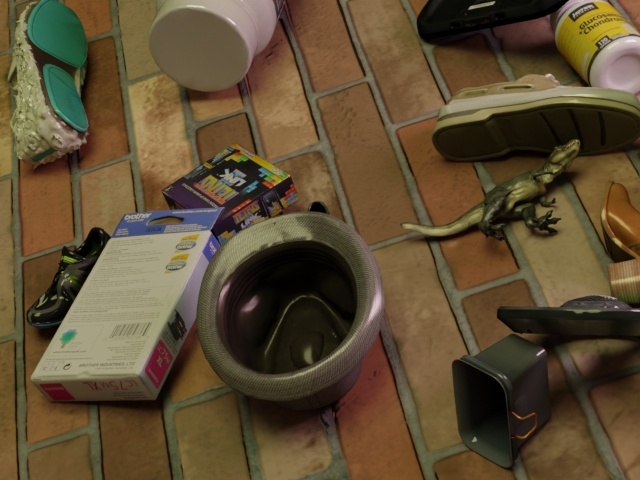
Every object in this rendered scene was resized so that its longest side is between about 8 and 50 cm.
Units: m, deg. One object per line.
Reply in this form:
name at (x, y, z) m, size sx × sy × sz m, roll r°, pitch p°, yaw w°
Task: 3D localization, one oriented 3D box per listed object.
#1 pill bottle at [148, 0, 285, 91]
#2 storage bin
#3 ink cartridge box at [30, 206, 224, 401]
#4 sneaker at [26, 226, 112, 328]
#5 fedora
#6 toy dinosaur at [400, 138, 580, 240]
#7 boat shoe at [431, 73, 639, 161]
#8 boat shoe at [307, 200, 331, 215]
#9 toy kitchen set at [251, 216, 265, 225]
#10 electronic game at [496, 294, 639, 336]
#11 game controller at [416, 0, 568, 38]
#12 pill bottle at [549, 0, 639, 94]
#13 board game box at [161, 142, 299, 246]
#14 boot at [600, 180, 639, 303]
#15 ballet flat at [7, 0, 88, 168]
pill bottle at (-0.158, -0.425, 2.502) m, size 0.204 × 0.204 × 0.361 m, roll -4°, pitch 41°, yaw 19°
storage bin at (0.220, 0.179, 1.712) m, size 0.091 × 0.135 × 0.098 m, roll -33°, pitch 40°, yaw -30°
ink cartridge box at (-0.250, 0.084, 2.042) m, size 0.185 × 0.065 × 0.311 m, roll -4°, pitch 46°, yaw 31°
sneaker at (-0.363, 0.052, 2.138) m, size 0.067 × 0.078 × 0.188 m, roll 13°, pitch 50°, yaw 34°
fedora at (-0.027, 0.108, 1.894) m, size 0.243 × 0.124 × 0.275 m, roll -21°, pitch 48°, yaw 2°
toy dinosaur at (0.250, -0.044, 2.009) m, size 0.268 × 0.064 × 0.118 m, roll -26°, pitch 33°, yaw -3°
boat shoe at (0.308, -0.186, 2.102) m, size 0.302 × 0.113 × 0.103 m, roll -1°, pitch 48°, yaw 23°
boat shoe at (0.000, 0.000, 2.074) m, size 0.049 × 0.040 × 0.142 m, roll -15°, pitch 39°, yaw 5°
toy kitchen set at (-0.106, 0.000, 2.093) m, size 0.083 × 0.075 × 0.068 m, roll -7°, pitch 40°, yaw 16°
electronic game at (0.320, 0.087, 1.734) m, size 0.229 × 0.229 × 0.048 m, roll 0°, pitch 87°, yaw 23°
game controller at (0.286, -0.390, 2.329) m, size 0.319 × 0.067 × 0.166 m, roll -3°, pitch 51°, yaw 51°
pill bottle at (0.407, -0.291, 2.188) m, size 0.103 × 0.103 × 0.184 m, roll -23°, pitch 40°, yaw -4°
board game box at (-0.134, -0.068, 2.189) m, size 0.141 × 0.048 × 0.170 m, roll -33°, pitch 34°, yaw -18°
boot at (0.435, -0.004, 1.875) m, size 0.152 × 0.073 × 0.197 m, roll -10°, pitch 52°, yaw 13°
ballet flat at (-0.478, -0.267, 2.524) m, size 0.147 × 0.147 × 0.409 m, roll -17°, pitch 39°, yaw 4°
